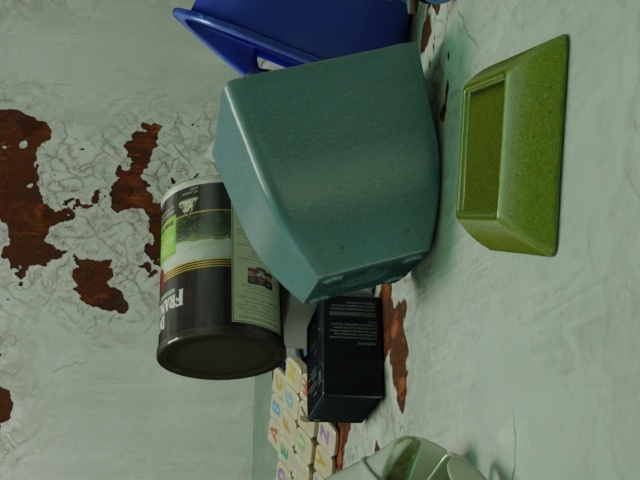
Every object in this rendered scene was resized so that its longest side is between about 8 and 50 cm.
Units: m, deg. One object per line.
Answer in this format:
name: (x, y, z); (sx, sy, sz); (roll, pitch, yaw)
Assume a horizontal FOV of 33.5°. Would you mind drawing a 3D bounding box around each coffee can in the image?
coffee can: (-0.159, 0.063, 1.712); (0.201, 0.202, 0.275); (108, 161, -61)

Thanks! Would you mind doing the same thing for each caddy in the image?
caddy: (-0.037, -0.293, 1.511); (0.241, 0.341, 0.179); (-132, 63, -79)

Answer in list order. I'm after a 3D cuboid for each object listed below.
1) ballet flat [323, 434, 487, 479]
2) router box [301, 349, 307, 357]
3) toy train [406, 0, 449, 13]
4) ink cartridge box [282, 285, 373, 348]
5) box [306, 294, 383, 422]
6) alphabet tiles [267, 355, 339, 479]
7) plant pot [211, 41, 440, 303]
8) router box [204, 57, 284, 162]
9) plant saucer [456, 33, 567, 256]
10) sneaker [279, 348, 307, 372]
ballet flat: (0.107, 0.268, 1.065); (0.400, 0.139, 0.139); (-166, 79, -77)
router box: (-0.006, 0.135, 2.055); (0.133, 0.046, 0.179); (128, 144, -76)
toy train: (0.108, -0.339, 1.208); (0.184, 0.105, 0.080); (93, 176, -59)
ink cartridge box: (0.000, 0.000, 1.783); (0.226, 0.131, 0.306); (105, 166, -55)
box: (0.034, 0.182, 1.610); (0.156, 0.093, 0.158); (112, 160, -65)
alphabet tiles: (-0.040, 0.370, 2.008); (0.278, 0.021, 0.284); (-141, 51, -57)
plant pot: (0.021, -0.065, 1.346); (0.248, 0.247, 0.252); (120, 134, -72)
router box: (-0.070, -0.320, 1.926); (0.335, 0.082, 0.301); (-45, 20, 54)
plant saucer: (0.166, -0.083, 0.974); (0.188, 0.045, 0.188); (-169, 82, -82)
sneaker: (-0.034, 0.281, 2.162); (0.121, 0.079, 0.216); (-32, -69, -68)
